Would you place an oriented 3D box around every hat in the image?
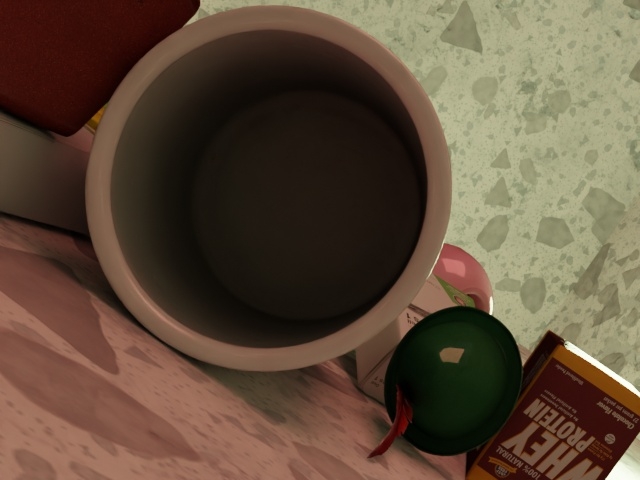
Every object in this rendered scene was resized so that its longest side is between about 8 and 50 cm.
[{"bbox_3d":[0.104,0.128,1.200,0.183,0.173,0.208,35,8,-44],"label":"hat"}]

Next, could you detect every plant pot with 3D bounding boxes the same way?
[{"bbox_3d":[-0.270,-0.256,1.039,0.236,0.267,0.267,45,-1,-35],"label":"plant pot"}]

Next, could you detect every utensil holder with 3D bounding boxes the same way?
[{"bbox_3d":[-0.031,-0.041,1.176,0.327,0.327,0.385,35,2,5],"label":"utensil holder"}]

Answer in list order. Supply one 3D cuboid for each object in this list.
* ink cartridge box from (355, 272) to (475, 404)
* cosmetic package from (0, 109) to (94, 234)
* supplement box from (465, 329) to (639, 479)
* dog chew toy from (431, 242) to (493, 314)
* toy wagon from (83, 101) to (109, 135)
[{"bbox_3d":[0.130,0.132,1.467,0.160,0.092,0.219,32,26,-20],"label":"ink cartridge box"},{"bbox_3d":[-0.397,-0.157,1.150,0.377,0.097,0.284,36,7,22],"label":"cosmetic package"},{"bbox_3d":[0.281,0.227,1.351,0.129,0.191,0.194,34,5,6],"label":"supplement box"},{"bbox_3d":[0.150,0.083,2.004,0.206,0.206,0.332,31,-3,-39],"label":"dog chew toy"},{"bbox_3d":[-0.364,-0.198,1.648,0.344,0.068,0.267,40,12,-36],"label":"toy wagon"}]
